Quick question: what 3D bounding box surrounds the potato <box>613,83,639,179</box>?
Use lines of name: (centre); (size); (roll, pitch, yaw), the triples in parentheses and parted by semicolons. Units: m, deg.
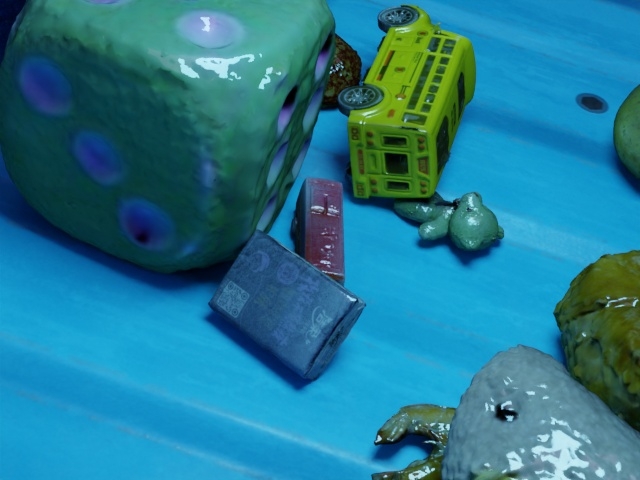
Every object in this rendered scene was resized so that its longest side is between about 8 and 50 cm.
potato: (0.541, -0.174, 1.785); (0.176, 0.141, 0.298); (23, 48, 29)

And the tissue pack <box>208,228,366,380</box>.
tissue pack: (-0.041, 0.075, 1.382); (0.156, 0.112, 0.051); (35, 3, 22)

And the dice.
dice: (-0.179, -0.175, 1.453); (0.330, 0.322, 0.318); (24, 42, 10)

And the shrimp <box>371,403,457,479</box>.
shrimp: (0.121, 0.237, 1.300); (0.188, 0.051, 0.132); (-11, 35, -35)

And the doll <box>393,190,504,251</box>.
doll: (0.171, -0.037, 1.589); (0.150, 0.077, 0.115); (24, 31, 28)

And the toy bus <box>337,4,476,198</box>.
toy bus: (0.130, -0.202, 1.673); (0.152, 0.144, 0.330); (6, 41, 16)

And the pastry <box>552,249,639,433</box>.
pastry: (0.412, 0.136, 1.393); (0.255, 0.161, 0.310); (-3, 31, 3)

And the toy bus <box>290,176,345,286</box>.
toy bus: (0.000, 0.000, 1.494); (0.065, 0.077, 0.192); (9, 43, -10)

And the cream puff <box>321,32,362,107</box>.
cream puff: (-0.007, -0.265, 1.775); (0.149, 0.084, 0.149); (7, 40, -6)

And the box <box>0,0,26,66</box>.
box: (-0.455, -0.353, 1.606); (0.262, 0.279, 0.116); (-11, 46, -26)

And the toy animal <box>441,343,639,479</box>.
toy animal: (0.257, 0.283, 1.175); (0.226, 0.188, 0.358); (-37, 63, -28)
